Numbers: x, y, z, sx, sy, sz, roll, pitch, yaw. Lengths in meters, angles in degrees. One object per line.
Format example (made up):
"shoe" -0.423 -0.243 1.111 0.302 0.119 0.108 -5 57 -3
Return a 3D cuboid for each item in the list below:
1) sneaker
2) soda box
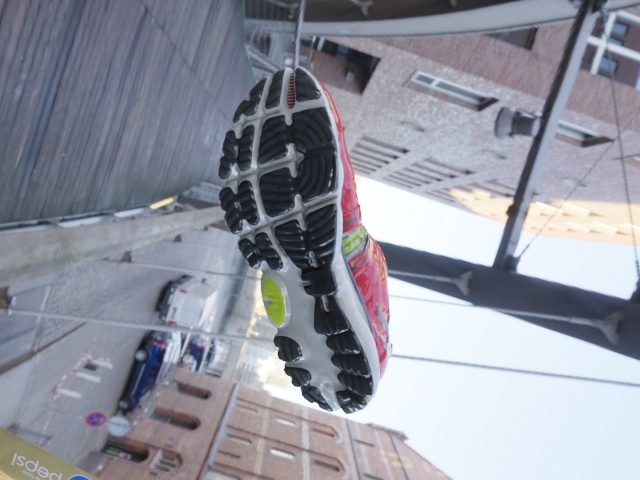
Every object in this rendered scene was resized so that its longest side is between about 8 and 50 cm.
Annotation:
"sneaker" 0.000 0.000 0.442 0.118 0.107 0.278 -31 113 -60
"soda box" -0.266 0.243 0.491 0.061 0.181 0.058 -41 -152 7
